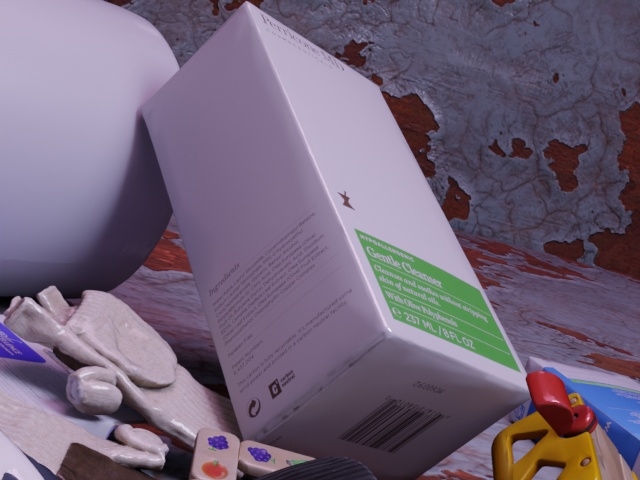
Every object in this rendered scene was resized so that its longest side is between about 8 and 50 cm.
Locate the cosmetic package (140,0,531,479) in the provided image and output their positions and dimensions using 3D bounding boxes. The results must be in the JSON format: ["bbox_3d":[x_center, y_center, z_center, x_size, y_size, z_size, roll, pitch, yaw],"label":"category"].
[{"bbox_3d":[0.000,0.000,0.922,0.197,0.155,0.366,24,34,-44],"label":"cosmetic package"}]

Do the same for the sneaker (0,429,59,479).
[{"bbox_3d":[-0.201,0.141,0.524,0.234,0.094,0.153,12,9,-27],"label":"sneaker"}]

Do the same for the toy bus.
[{"bbox_3d":[0.169,0.201,0.755,0.202,0.104,0.191,28,35,-57],"label":"toy bus"}]

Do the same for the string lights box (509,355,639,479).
[{"bbox_3d":[0.306,0.200,1.081,0.133,0.077,0.259,13,10,-20],"label":"string lights box"}]

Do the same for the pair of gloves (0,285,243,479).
[{"bbox_3d":[-0.141,0.112,0.734,0.204,0.042,0.240,36,21,0],"label":"pair of gloves"}]

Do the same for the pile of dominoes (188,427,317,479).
[{"bbox_3d":[0.015,0.187,0.630,0.195,0.040,0.251,16,22,-7],"label":"pile of dominoes"}]

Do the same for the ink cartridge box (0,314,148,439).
[{"bbox_3d":[-0.250,0.100,0.799,0.208,0.045,0.206,11,12,-46],"label":"ink cartridge box"}]

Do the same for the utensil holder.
[{"bbox_3d":[-0.361,-0.112,1.004,0.327,0.328,0.385,25,11,41],"label":"utensil holder"}]

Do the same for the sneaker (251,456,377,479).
[{"bbox_3d":[0.007,0.204,0.434,0.122,0.146,0.330,-24,17,-1],"label":"sneaker"}]
